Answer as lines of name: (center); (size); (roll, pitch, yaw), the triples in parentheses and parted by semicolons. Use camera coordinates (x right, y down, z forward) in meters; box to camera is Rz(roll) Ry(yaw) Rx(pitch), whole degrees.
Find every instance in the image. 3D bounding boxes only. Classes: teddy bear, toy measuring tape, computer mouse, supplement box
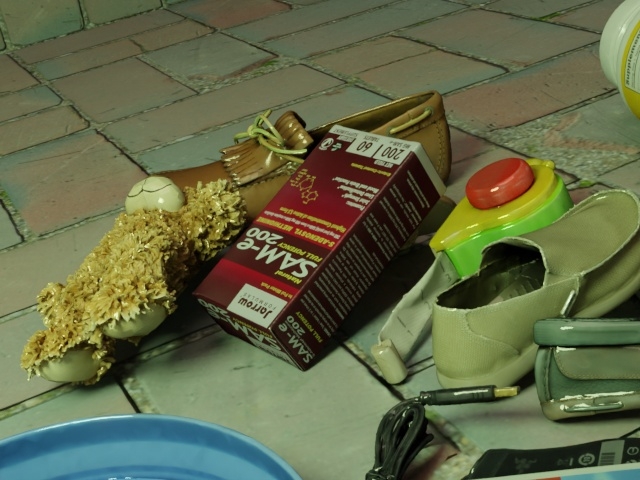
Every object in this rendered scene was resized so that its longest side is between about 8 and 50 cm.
teddy bear: (-0.190, 0.022, 1.020); (0.245, 0.113, 0.338); (-34, 13, 41)
toy measuring tape: (0.166, 0.013, 0.953); (0.121, 0.121, 0.330); (7, 38, 32)
computer mouse: (0.147, 0.169, 0.704); (0.262, 0.060, 0.184); (-12, 27, 25)
supplement box: (0.000, 0.000, 0.986); (0.130, 0.073, 0.239); (18, 63, 46)

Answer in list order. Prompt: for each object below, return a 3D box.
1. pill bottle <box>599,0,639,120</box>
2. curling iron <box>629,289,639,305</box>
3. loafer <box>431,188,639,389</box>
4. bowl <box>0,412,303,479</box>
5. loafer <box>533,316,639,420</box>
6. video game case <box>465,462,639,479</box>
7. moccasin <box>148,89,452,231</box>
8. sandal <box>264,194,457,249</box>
pill bottle: (0.467, -0.195, 1.161); (0.188, 0.188, 0.334); (-15, 26, -7)
curling iron: (0.393, 0.007, 0.961); (0.274, 0.035, 0.068); (-22, 44, -29)
loafer: (0.199, 0.028, 0.872); (0.268, 0.092, 0.102); (-39, 31, -24)
bowl: (-0.178, 0.257, 0.630); (0.391, 0.077, 0.391); (-9, 26, 5)
loafer: (0.301, 0.104, 0.771); (0.267, 0.084, 0.096); (1, -3, 17)
video game case: (0.081, 0.198, 0.521); (0.285, 0.025, 0.204); (-8, 24, 8)
moccasin: (-0.028, -0.104, 1.221); (0.380, 0.147, 0.139); (-10, 26, 2)
sandal: (0.034, 0.003, 1.092); (0.240, 0.088, 0.079); (-1, 59, 30)
